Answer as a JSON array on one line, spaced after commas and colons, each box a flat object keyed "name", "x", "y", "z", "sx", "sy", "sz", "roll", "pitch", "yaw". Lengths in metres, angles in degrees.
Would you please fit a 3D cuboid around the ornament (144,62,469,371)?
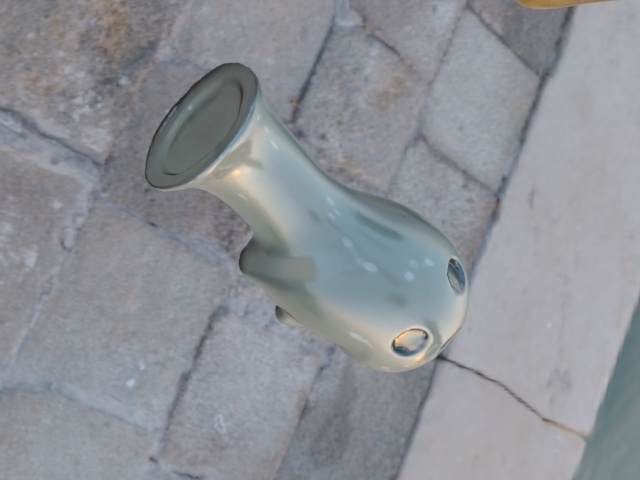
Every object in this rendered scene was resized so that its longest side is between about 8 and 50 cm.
[{"name": "ornament", "x": 0.000, "y": 0.000, "z": 0.418, "sx": 0.081, "sy": 0.075, "sz": 0.156, "roll": -42, "pitch": 121, "yaw": 10}]

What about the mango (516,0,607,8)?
[{"name": "mango", "x": 0.252, "y": -0.263, "z": 0.847, "sx": 0.115, "sy": 0.177, "sz": 0.090, "roll": 79, "pitch": 3, "yaw": -56}]
